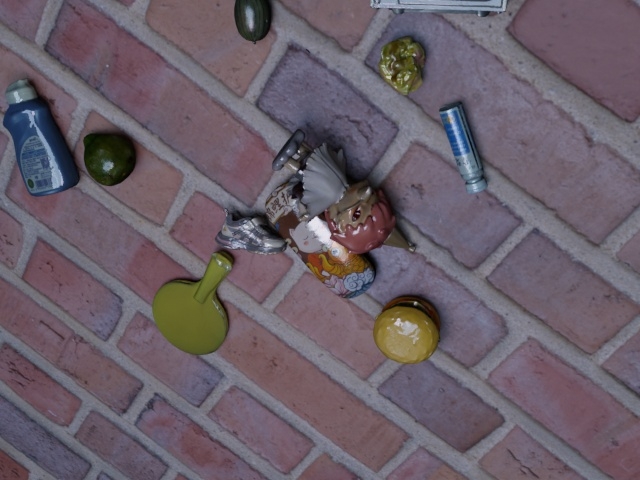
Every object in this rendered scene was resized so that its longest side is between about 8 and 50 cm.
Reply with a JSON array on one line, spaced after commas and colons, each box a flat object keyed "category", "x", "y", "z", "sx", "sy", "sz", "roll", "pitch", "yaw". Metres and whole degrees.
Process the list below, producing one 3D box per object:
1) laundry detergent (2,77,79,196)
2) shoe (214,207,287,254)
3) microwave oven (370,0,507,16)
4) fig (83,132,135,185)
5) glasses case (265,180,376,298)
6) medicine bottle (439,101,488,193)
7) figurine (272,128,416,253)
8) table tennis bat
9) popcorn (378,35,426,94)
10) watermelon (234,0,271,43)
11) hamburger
[{"category": "laundry detergent", "x": -0.720, "y": -0.260, "z": 1.716, "sx": 0.143, "sy": 0.094, "sz": 0.289, "roll": -4, "pitch": 109, "yaw": 27}, {"category": "shoe", "x": -0.164, "y": -0.023, "z": 1.640, "sx": 0.180, "sy": 0.089, "sz": 0.092, "roll": 10, "pitch": 104, "yaw": 12}, {"category": "microwave oven", "x": 0.224, "y": -0.488, "z": 1.234, "sx": 0.241, "sy": 0.194, "sz": 0.145, "roll": 7, "pitch": 117, "yaw": 13}, {"category": "fig", "x": -0.529, "y": -0.212, "z": 1.656, "sx": 0.156, "sy": 0.123, "sz": 0.123, "roll": 44, "pitch": 120, "yaw": 10}, {"category": "glasses case", "x": 0.000, "y": 0.000, "z": 1.590, "sx": 0.122, "sy": 0.082, "sz": 0.321, "roll": -37, "pitch": 98, "yaw": 30}, {"category": "medicine bottle", "x": 0.301, "y": -0.193, "z": 1.420, "sx": 0.051, "sy": 0.051, "sz": 0.191, "roll": -14, "pitch": 108, "yaw": 24}, {"category": "figurine", "x": 0.064, "y": -0.077, "z": 1.478, "sx": 0.387, "sy": 0.207, "sz": 0.166, "roll": 41, "pitch": 139, "yaw": -13}, {"category": "table tennis bat", "x": -0.324, "y": 0.163, "z": 1.795, "sx": 0.224, "sy": 0.054, "sz": 0.368, "roll": 34, "pitch": 124, "yaw": 3}, {"category": "popcorn", "x": 0.164, "y": -0.353, "z": 1.377, "sx": 0.097, "sy": 0.089, "sz": 0.109, "roll": 1, "pitch": 117, "yaw": 30}, {"category": "watermelon", "x": -0.143, "y": -0.472, "z": 1.429, "sx": 0.078, "sy": 0.078, "sz": 0.110, "roll": 6, "pitch": 116, "yaw": 16}, {"category": "hamburger", "x": 0.204, "y": 0.210, "z": 1.598, "sx": 0.162, "sy": 0.115, "sz": 0.162, "roll": 6, "pitch": 114, "yaw": 14}]
